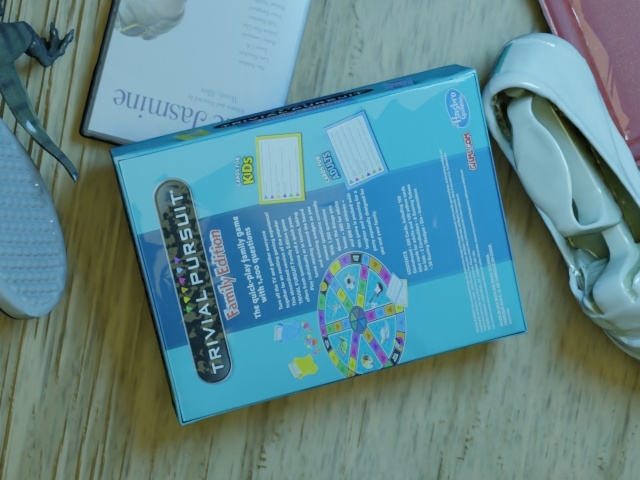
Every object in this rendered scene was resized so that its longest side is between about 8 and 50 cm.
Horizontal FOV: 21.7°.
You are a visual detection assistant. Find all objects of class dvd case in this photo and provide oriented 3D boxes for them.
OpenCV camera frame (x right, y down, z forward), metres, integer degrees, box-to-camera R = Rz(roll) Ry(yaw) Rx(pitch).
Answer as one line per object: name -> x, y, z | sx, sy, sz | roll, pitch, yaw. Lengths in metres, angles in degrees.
dvd case -> -0.107, -0.197, 1.555 | 0.180, 0.022, 0.253 | 14, 91, -10

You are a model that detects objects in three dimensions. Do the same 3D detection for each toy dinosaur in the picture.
toy dinosaur -> -0.283, -0.181, 1.482 | 0.064, 0.118, 0.268 | -25, 111, 25

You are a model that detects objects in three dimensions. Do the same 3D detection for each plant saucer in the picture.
plant saucer -> 0.347, -0.228, 1.574 | 0.259, 0.048, 0.258 | -22, 96, 16

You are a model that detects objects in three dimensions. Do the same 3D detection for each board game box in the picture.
board game box -> 0.000, 0.000, 1.540 | 0.336, 0.079, 0.254 | -14, 102, -8

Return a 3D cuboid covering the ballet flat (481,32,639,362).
ballet flat -> 0.264, -0.004, 1.559 | 0.139, 0.139, 0.400 | -32, 95, -6

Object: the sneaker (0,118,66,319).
sneaker -> -0.345, -0.066, 1.478 | 0.127, 0.126, 0.321 | -12, 115, 32
